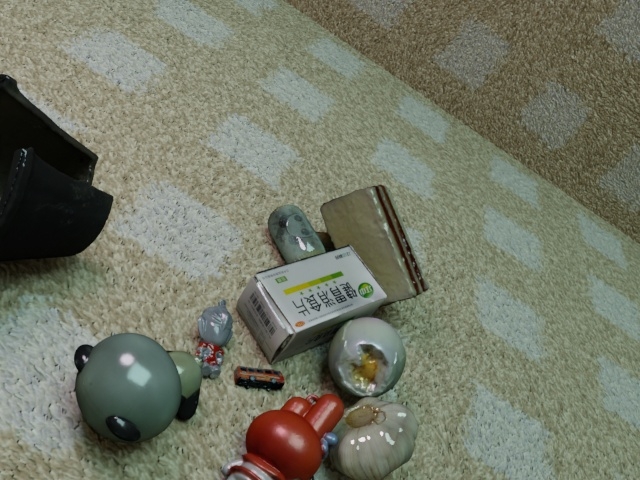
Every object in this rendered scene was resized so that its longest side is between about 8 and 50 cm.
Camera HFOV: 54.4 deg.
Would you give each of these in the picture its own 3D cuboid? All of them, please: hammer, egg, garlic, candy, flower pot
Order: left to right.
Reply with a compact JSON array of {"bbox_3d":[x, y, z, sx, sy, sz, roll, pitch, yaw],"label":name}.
[{"bbox_3d":[-0.584,-0.096,1.224,0.251,0.379,0.379,21,34,-54],"label":"flower pot"},{"bbox_3d":[0.000,0.000,1.747,0.305,0.113,0.202,4,50,-48],"label":"hammer"},{"bbox_3d":[0.107,0.267,1.456,0.183,0.183,0.217,33,10,-5],"label":"egg"},{"bbox_3d":[0.144,0.020,1.675,0.135,0.179,0.321,-11,78,-60],"label":"candy"},{"bbox_3d":[0.128,0.456,1.312,0.199,0.199,0.226,-40,111,-53],"label":"garlic"}]

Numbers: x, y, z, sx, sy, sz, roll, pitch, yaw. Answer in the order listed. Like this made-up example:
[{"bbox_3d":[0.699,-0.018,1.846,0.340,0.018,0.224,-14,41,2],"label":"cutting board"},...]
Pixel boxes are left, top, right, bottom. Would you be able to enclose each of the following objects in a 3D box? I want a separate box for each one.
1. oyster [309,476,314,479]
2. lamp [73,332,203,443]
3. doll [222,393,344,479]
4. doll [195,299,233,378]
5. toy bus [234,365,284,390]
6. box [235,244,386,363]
[{"bbox_3d":[-0.034,0.474,1.239,0.132,0.029,0.086,41,38,17],"label":"oyster"},{"bbox_3d":[-0.324,0.262,1.131,0.198,0.197,0.244,52,16,20],"label":"lamp"},{"bbox_3d":[-0.069,0.397,1.198,0.161,0.130,0.290,21,45,30],"label":"doll"},{"bbox_3d":[-0.230,0.208,1.345,0.094,0.079,0.180,31,47,-33],"label":"doll"},{"bbox_3d":[-0.133,0.299,1.353,0.110,0.031,0.043,14,35,-27],"label":"toy bus"},{"bbox_3d":[-0.022,0.148,1.496,0.332,0.145,0.173,-15,59,-42],"label":"box"}]
